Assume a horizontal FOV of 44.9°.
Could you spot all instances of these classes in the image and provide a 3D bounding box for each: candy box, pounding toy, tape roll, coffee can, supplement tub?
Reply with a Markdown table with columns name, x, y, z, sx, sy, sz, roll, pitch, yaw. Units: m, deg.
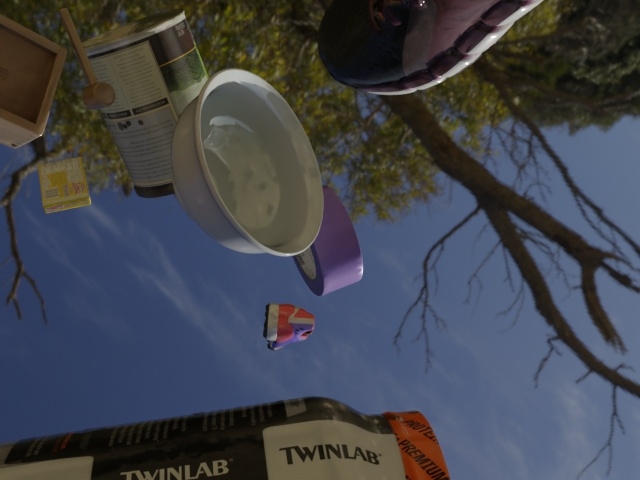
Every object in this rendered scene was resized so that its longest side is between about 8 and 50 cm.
| name | x | y | z | sx | sy | sz | roll | pitch | yaw |
| --- | --- | --- | --- | --- | --- | --- | --- | --- | --- |
| candy box | -0.608 | -0.135 | 1.832 | 0.105 | 0.027 | 0.206 | -11 | -144 | -16 |
| pounding toy | -0.379 | -0.215 | 1.006 | 0.206 | 0.094 | 0.181 | 25 | -114 | -39 |
| tape roll | 0.000 | 0.000 | 1.404 | 0.080 | 0.189 | 0.189 | -20 | -126 | -16 |
| coffee can | -0.285 | -0.241 | 1.367 | 0.202 | 0.275 | 0.201 | -16 | -155 | 8 |
| supplement tub | -0.080 | 0.226 | 0.548 | 0.338 | 0.207 | 0.207 | -8 | -134 | -6 |

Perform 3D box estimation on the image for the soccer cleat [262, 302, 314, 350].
| name | x | y | z | sx | sy | sz | roll | pitch | yaw |
| --- | --- | --- | --- | --- | --- | --- | --- | --- | --- |
| soccer cleat | -0.072 | 0.213 | 1.886 | 0.116 | 0.318 | 0.108 | 5 | -103 | 1 |

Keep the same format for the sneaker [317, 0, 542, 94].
| name | x | y | z | sx | sy | sz | roll | pitch | yaw |
| --- | --- | --- | --- | --- | --- | --- | --- | --- | --- |
| sneaker | 0.051 | -0.163 | 0.371 | 0.163 | 0.281 | 0.106 | 7 | -107 | -38 |

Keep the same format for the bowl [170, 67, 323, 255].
| name | x | y | z | sx | sy | sz | roll | pitch | yaw |
| --- | --- | --- | --- | --- | --- | --- | --- | --- | --- |
| bowl | -0.132 | -0.102 | 1.184 | 0.298 | 0.134 | 0.297 | 34 | -133 | -46 |
